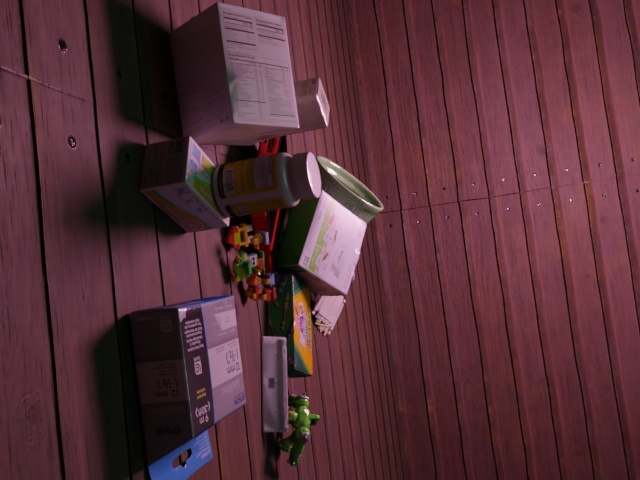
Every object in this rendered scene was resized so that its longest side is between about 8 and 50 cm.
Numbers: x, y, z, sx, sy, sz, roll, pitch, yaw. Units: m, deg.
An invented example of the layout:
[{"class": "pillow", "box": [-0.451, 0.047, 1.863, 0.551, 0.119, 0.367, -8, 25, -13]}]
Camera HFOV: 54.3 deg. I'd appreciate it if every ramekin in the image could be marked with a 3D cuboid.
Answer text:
[{"class": "ramekin", "box": [0.063, -0.153, 2.240, 0.303, 0.148, 0.303, 35, 15, -11]}]

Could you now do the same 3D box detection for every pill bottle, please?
[{"class": "pill bottle", "box": [-0.112, -0.121, 1.328, 0.119, 0.209, 0.119, -8, 90, -75]}]

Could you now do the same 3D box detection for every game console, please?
[{"class": "game console", "box": [-0.144, -0.124, 1.811, 0.341, 0.060, 0.386, 91, 5, -48]}]

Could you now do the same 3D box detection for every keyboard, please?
[{"class": "keyboard", "box": [-0.125, 0.389, 1.698, 0.014, 0.072, 0.255, 129, -39, -65]}]

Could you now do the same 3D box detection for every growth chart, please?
[{"class": "growth chart", "box": [0.030, 0.251, 2.273, 0.171, 0.021, 0.237, -59, 152, -15]}]

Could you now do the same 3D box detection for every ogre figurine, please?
[{"class": "ogre figurine", "box": [-0.063, 0.508, 1.737, 0.118, 0.097, 0.197, -58, -173, 43]}]

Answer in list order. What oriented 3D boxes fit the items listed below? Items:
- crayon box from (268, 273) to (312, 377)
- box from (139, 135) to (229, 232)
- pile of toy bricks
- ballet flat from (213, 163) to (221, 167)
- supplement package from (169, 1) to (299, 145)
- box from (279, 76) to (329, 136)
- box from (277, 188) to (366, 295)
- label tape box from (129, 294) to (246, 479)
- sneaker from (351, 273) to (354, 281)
[{"class": "crayon box", "box": [-0.089, 0.257, 1.852, 0.165, 0.081, 0.278, 47, 38, -64]}, {"class": "box", "box": [-0.278, -0.112, 1.319, 0.203, 0.103, 0.114, 54, 32, -60]}, {"class": "pile of toy bricks", "box": [-0.187, 0.071, 1.593, 0.105, 0.118, 0.212, -21, 115, -42]}, {"class": "ballet flat", "box": [-0.226, -0.138, 1.579, 0.232, 0.080, 0.073, 14, 79, -73]}, {"class": "supplement package", "box": [-0.198, -0.368, 1.434, 0.198, 0.199, 0.262, -6, 88, -45]}, {"class": "box", "box": [-0.121, -0.345, 1.677, 0.094, 0.275, 0.113, -84, 161, -43]}, {"class": "box", "box": [0.006, 0.012, 1.965, 0.231, 0.127, 0.261, 34, 63, -38]}, {"class": "label tape box", "box": [-0.243, 0.293, 1.224, 0.249, 0.115, 0.347, -1, 81, -74]}, {"class": "sneaker", "box": [0.000, 0.000, 2.227, 0.366, 0.138, 0.210, 51, 21, -45]}]
